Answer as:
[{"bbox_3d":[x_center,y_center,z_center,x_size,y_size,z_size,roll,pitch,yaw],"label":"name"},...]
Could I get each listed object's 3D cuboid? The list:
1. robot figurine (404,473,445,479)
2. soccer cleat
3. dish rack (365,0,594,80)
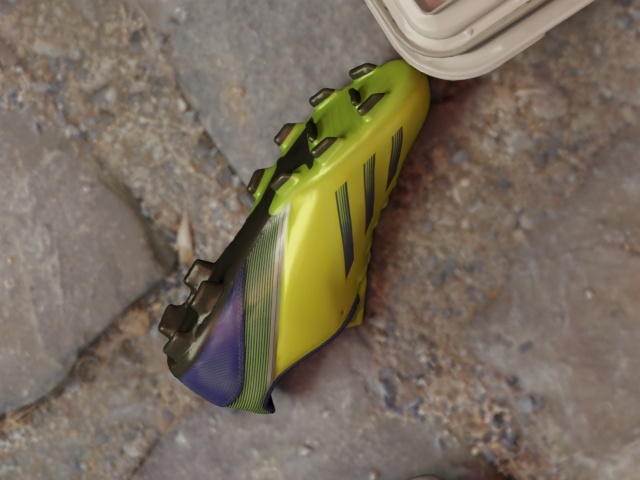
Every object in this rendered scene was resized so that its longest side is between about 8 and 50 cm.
[{"bbox_3d":[0.058,0.317,1.139,0.353,0.200,0.300,-15,75,21],"label":"robot figurine"},{"bbox_3d":[0.000,0.000,1.183,0.121,0.093,0.289,31,105,-20],"label":"soccer cleat"},{"bbox_3d":[0.117,-0.284,1.008,0.333,0.072,0.285,-33,88,23],"label":"dish rack"}]
